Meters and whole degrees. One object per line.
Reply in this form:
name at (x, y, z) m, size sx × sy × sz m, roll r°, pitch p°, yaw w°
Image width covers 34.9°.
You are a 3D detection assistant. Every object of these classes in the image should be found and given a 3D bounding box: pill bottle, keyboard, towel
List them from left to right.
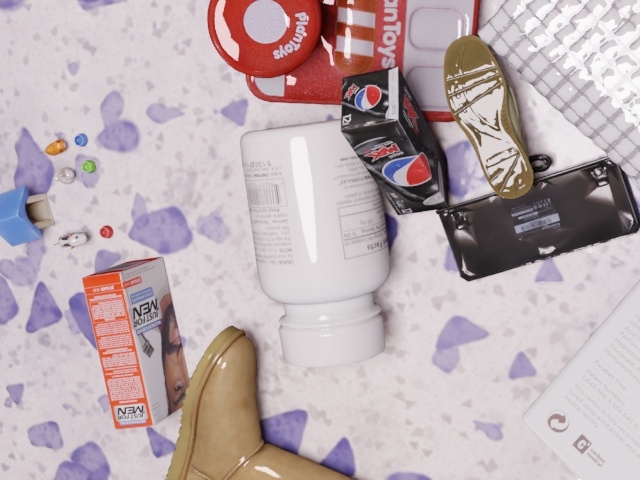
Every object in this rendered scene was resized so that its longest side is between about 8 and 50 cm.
pill bottle at (0.000, 0.000, 0.992) m, size 0.131 × 0.131 × 0.229 m, roll -5°, pitch 98°, yaw 21°
keyboard at (0.202, -0.034, 0.972) m, size 0.180 × 0.023 × 0.108 m, roll -18°, pitch 99°, yaw 21°
towel at (0.311, -0.206, 0.854) m, size 0.235 × 0.121 × 0.283 m, roll 46°, pitch 112°, yaw 9°

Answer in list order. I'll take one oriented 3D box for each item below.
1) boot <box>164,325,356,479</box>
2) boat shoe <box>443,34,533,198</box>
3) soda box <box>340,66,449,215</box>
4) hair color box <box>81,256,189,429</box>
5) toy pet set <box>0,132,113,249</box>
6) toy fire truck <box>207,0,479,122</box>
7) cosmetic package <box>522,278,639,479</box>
boot at (-0.017, 0.239, 1.069) m, size 0.270 × 0.089 × 0.236 m, roll 23°, pitch 117°, yaw 15°
boat shoe at (0.156, -0.113, 0.932) m, size 0.056 × 0.048 × 0.153 m, roll -24°, pitch 93°, yaw 18°
soda box at (0.071, -0.086, 0.930) m, size 0.053 × 0.169 × 0.060 m, roll -9°, pitch 63°, yaw 20°
hair color box at (-0.196, 0.109, 1.103) m, size 0.053 × 0.093 × 0.167 m, roll -8°, pitch 97°, yaw 21°
toy pet set at (-0.307, -0.045, 1.131) m, size 0.114 × 0.065 × 0.122 m, roll -14°, pitch 94°, yaw 22°
toy fire truck at (0.028, -0.266, 0.938) m, size 0.254 × 0.169 × 0.302 m, roll 3°, pitch 102°, yaw -5°
cosmetic package at (0.364, 0.047, 0.811) m, size 0.156 × 0.217 × 0.385 m, roll 47°, pitch 114°, yaw 24°
